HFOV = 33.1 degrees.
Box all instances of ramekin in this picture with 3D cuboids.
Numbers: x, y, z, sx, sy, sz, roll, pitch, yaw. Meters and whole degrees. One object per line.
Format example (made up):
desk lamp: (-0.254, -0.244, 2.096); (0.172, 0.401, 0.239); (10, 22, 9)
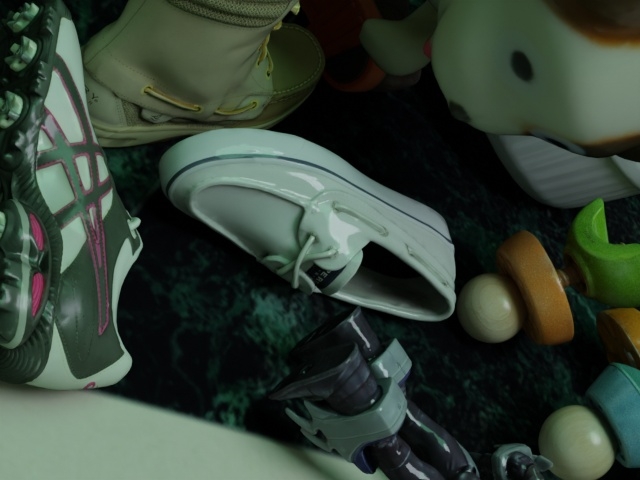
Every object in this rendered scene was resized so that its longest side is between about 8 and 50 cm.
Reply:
ramekin: (0.246, -0.155, 1.073); (0.273, 0.127, 0.273); (38, 40, -41)

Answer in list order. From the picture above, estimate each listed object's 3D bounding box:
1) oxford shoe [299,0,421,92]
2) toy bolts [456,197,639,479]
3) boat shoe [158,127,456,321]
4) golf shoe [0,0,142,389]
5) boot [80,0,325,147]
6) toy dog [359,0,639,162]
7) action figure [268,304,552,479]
oxford shoe: (0.022, -0.261, 1.030); (0.098, 0.097, 0.271); (-1, 72, -46)
toy bolts: (0.227, 0.115, 0.906); (0.228, 0.158, 0.218); (-119, -174, -52)
boat shoe: (0.000, 0.000, 0.812); (0.267, 0.096, 0.088); (24, 42, -38)
golf shoe: (-0.177, -0.032, 0.688); (0.120, 0.105, 0.273); (29, 48, -45)
boot: (-0.052, -0.164, 0.796); (0.262, 0.203, 0.095); (-15, 72, -45)
toy dog: (0.186, -0.243, 0.829); (0.284, 0.395, 0.408); (69, 18, -56)
action figure: (0.089, 0.177, 0.756); (0.285, 0.099, 0.185); (50, 33, -6)
